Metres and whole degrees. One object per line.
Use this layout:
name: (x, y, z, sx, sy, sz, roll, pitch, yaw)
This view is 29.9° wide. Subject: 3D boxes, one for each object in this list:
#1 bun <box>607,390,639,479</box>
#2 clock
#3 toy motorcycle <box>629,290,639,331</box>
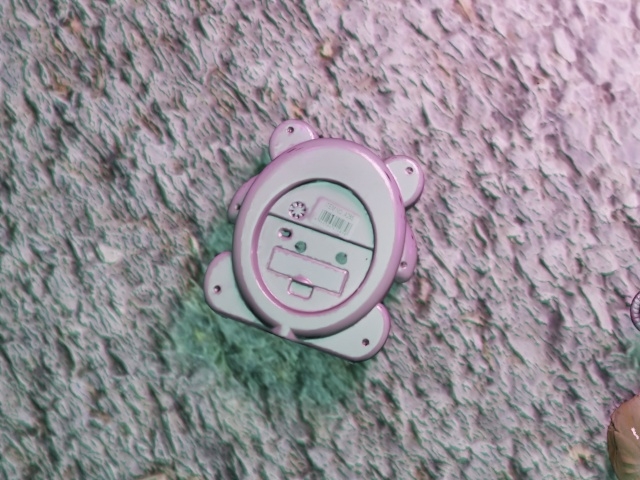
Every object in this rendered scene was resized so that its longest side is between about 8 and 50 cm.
bun: (0.498, 0.305, 1.735, 0.173, 0.113, 0.166, 28, 91, 7)
clock: (0.000, 0.000, 1.804, 0.296, 0.113, 0.322, 19, 89, 7)
toy motorcycle: (0.570, 0.051, 1.748, 0.171, 0.110, 0.260, 36, 85, -10)
